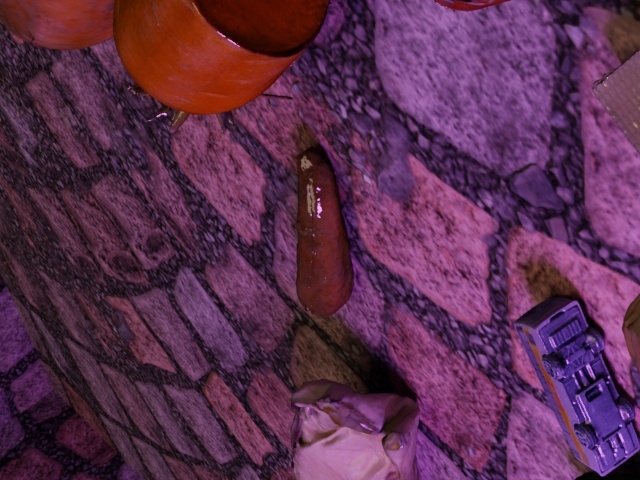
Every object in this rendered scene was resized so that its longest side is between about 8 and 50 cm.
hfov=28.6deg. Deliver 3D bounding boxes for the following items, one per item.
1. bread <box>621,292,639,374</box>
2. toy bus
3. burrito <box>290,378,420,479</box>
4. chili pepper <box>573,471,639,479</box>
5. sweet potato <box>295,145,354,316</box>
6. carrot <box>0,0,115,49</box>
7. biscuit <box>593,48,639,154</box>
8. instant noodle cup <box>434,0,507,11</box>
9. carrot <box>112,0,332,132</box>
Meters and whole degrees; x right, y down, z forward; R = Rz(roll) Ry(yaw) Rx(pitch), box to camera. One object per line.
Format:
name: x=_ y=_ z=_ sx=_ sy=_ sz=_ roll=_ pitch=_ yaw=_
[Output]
bread: x=0.385 y=0.146 z=0.858 sx=0.388 sy=0.183 sz=0.236 roll=47 pitch=-159 yaw=7
toy bus: x=0.262 y=0.145 z=1.277 sx=0.190 sy=0.064 sz=0.075 roll=62 pitch=167 yaw=-18
burrito: x=0.061 y=0.299 z=1.765 sx=0.190 sy=0.135 sz=0.332 roll=32 pitch=146 yaw=24
chili pepper: x=0.328 y=0.295 z=1.345 sx=0.279 sy=0.065 sz=0.122 roll=-1 pitch=117 yaw=57
sweet potato: x=0.000 y=0.000 z=1.559 sx=0.075 sy=0.075 sz=0.273 roll=38 pitch=149 yaw=33
carrot: x=-0.268 y=-0.357 z=1.398 sx=0.224 sy=0.224 sz=0.340 roll=53 pitch=149 yaw=3
biscuit: x=0.297 y=-0.107 z=0.886 sx=0.147 sy=0.046 sz=0.250 roll=53 pitch=157 yaw=5
instant noodle cup: x=0.132 y=-0.231 z=0.953 sx=0.127 sy=0.127 sz=0.135 roll=57 pitch=164 yaw=-7
carrot: x=-0.108 y=-0.234 z=1.294 sx=0.331 sy=0.214 sz=0.193 roll=-29 pitch=79 yaw=61
